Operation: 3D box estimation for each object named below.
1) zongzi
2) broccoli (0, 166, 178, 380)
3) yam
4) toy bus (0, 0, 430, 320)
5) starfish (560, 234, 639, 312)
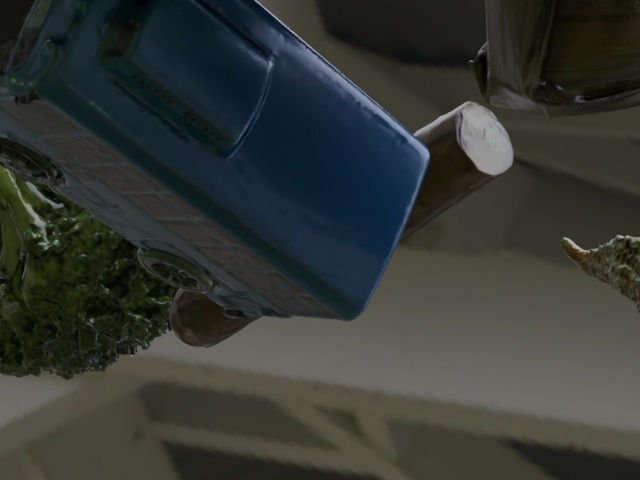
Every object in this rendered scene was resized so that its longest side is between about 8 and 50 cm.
[{"bbox_3d":[0.199,-0.183,0.976,0.242,0.112,0.221,-7,-81,-10],"label":"zongzi"},{"bbox_3d":[-0.212,-0.043,1.567,0.375,0.249,0.302,-7,-82,50],"label":"broccoli"},{"bbox_3d":[0.000,0.000,0.974,0.046,0.046,0.264,41,-45,-17],"label":"yam"},{"bbox_3d":[-0.053,-0.048,0.687,0.106,0.090,0.185,4,-26,49],"label":"toy bus"},{"bbox_3d":[0.326,0.060,1.455,0.078,0.358,0.347,5,-43,-38],"label":"starfish"}]
